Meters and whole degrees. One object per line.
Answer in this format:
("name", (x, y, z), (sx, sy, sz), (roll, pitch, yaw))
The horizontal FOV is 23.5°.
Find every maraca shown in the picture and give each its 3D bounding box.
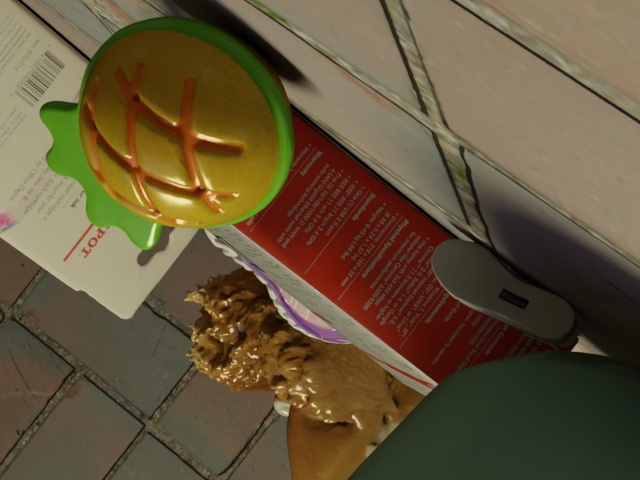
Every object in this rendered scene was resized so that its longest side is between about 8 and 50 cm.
("maraca", (-0.090, -0.058, 0.872), (0.186, 0.099, 0.127), (-24, 103, 43))

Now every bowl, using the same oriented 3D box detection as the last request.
("bowl", (0.145, 0.177, 0.864), (0.312, 0.163, 0.311), (18, 148, 12))

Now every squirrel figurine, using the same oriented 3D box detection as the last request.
("squirrel figurine", (0.043, 0.160, 1.690), (0.397, 0.281, 0.370), (53, -178, -14))

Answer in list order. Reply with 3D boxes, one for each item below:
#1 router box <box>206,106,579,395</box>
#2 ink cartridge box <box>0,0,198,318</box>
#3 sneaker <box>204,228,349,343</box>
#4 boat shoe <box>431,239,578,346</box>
("router box", (0.000, 0.000, 1.110), (0.301, 0.082, 0.335), (38, 176, -8))
("ink cartridge box", (-0.293, -0.092, 1.664), (0.353, 0.207, 0.119), (41, 173, -35))
("sneaker", (-0.001, 0.028, 1.393), (0.236, 0.095, 0.104), (42, 166, -36))
("boat shoe", (0.110, 0.033, 0.910), (0.100, 0.035, 0.035), (28, 169, 27))
